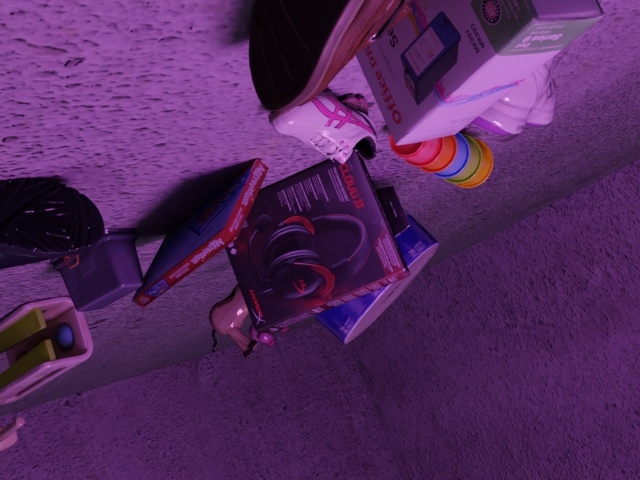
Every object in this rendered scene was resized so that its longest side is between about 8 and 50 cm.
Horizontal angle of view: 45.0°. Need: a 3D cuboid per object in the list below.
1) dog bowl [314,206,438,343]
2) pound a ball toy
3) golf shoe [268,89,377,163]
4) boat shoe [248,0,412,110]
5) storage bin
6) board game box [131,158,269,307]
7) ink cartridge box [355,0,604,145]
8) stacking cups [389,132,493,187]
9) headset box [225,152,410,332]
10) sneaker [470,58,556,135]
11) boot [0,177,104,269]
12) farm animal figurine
[{"bbox_3d":[0.098,0.066,1.452,0.265,0.104,0.265,-44,168,-12],"label":"dog bowl"},{"bbox_3d":[-0.557,0.262,1.485,0.319,0.208,0.135,-31,166,36],"label":"pound a ball toy"},{"bbox_3d":[0.013,-0.142,0.983,0.067,0.086,0.186,-29,166,39],"label":"golf shoe"},{"bbox_3d":[0.029,-0.205,0.643,0.104,0.111,0.307,-15,167,-28],"label":"boat shoe"},{"bbox_3d":[-0.341,0.049,1.194,0.135,0.091,0.098,-28,167,24],"label":"storage bin"},{"bbox_3d":[-0.186,-0.005,1.167,0.281,0.027,0.145,-33,-151,44],"label":"board game box"},{"bbox_3d":[0.125,-0.205,0.708,0.093,0.154,0.212,-15,168,-30],"label":"ink cartridge box"},{"bbox_3d":[0.205,-0.143,1.308,0.096,0.096,0.316,-27,168,25],"label":"stacking cups"},{"bbox_3d":[0.000,0.000,1.284,0.293,0.218,0.110,-22,169,8],"label":"headset box"},{"bbox_3d":[0.265,-0.223,0.991,0.305,0.114,0.152,-37,152,-63],"label":"sneaker"},{"bbox_3d":[-0.403,0.018,0.904,0.246,0.094,0.207,-5,157,-37],"label":"boot"},{"bbox_3d":[-0.066,0.043,1.502,0.327,0.172,0.330,-52,167,33],"label":"farm animal figurine"}]
